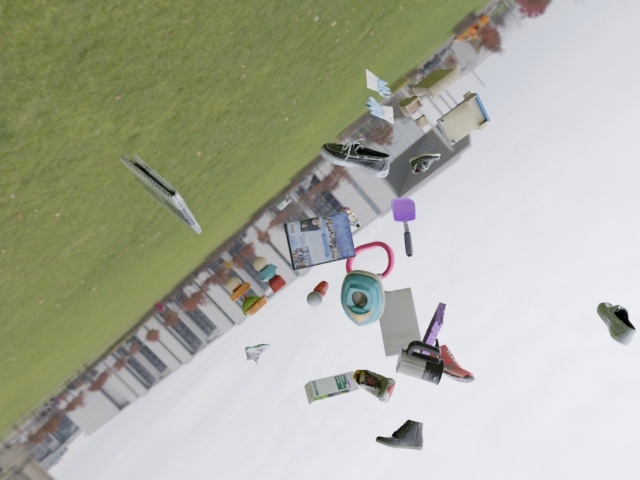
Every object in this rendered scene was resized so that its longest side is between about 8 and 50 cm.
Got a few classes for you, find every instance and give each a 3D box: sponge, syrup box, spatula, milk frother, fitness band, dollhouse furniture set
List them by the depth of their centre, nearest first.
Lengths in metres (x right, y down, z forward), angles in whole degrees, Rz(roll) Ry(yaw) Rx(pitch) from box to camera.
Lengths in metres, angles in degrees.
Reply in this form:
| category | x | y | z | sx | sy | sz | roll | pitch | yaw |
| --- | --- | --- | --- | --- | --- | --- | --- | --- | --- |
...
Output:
| category | x | y | z | sx | sy | sz | roll | pitch | yaw |
| --- | --- | --- | --- | --- | --- | --- | --- | --- | --- |
| milk frother | 0.322 | 0.372 | 1.417 | 0.143 | 0.134 | 0.129 | -29 | 135 | -82 |
| sponge | 0.412 | 0.341 | 1.630 | 0.117 | 0.031 | 0.210 | -57 | 162 | -54 |
| spatula | 0.321 | -0.040 | 1.642 | 0.084 | 0.296 | 0.030 | -4 | -133 | 16 |
| dollhouse furniture set | 0.521 | -0.544 | 1.917 | 0.286 | 0.303 | 0.198 | -37 | -160 | 4 |
| syrup box | 0.054 | 0.689 | 2.067 | 0.236 | 0.093 | 0.096 | -5 | 151 | -24 |
| fitness band | 0.257 | 0.115 | 2.326 | 0.290 | 0.054 | 0.209 | -17 | -114 | 37 |

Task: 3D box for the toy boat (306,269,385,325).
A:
| category | x | y | z | sx | sy | sz | roll | pitch | yaw |
| --- | --- | --- | --- | --- | --- | --- | --- | --- | --- |
| toy boat | 0.107 | 0.243 | 1.831 | 0.318 | 0.268 | 0.148 | 7 | -151 | 22 |

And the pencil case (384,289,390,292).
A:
| category | x | y | z | sx | sy | sz | roll | pitch | yaw |
| --- | --- | --- | --- | --- | --- | --- | --- | --- | --- |
| pencil case | 0.363 | 0.317 | 2.376 | 0.104 | 0.236 | 0.104 | -29 | -126 | 50 |

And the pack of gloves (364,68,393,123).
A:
| category | x | y | z | sx | sy | sz | roll | pitch | yaw |
| --- | --- | --- | --- | --- | --- | --- | --- | --- | --- |
| pack of gloves | 0.255 | -0.648 | 2.013 | 0.046 | 0.195 | 0.232 | -8 | 175 | 36 |

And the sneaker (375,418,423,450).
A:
| category | x | y | z | sx | sy | sz | roll | pitch | yaw |
| --- | --- | --- | --- | --- | --- | --- | --- | --- | --- |
| sneaker | 0.339 | 0.825 | 1.897 | 0.083 | 0.222 | 0.118 | 145 | -45 | -65 |

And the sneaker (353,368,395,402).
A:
| category | x | y | z | sx | sy | sz | roll | pitch | yaw |
| --- | --- | --- | --- | --- | --- | --- | --- | --- | --- |
| sneaker | 0.183 | 0.504 | 1.547 | 0.088 | 0.092 | 0.225 | -66 | -164 | -17 |

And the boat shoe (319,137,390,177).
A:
| category | x | y | z | sx | sy | sz | roll | pitch | yaw |
| --- | --- | --- | --- | --- | --- | --- | --- | --- | --- |
| boat shoe | 0.136 | -0.351 | 1.774 | 0.113 | 0.306 | 0.105 | -40 | 147 | -39 |

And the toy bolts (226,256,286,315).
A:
| category | x | y | z | sx | sy | sz | roll | pitch | yaw |
| --- | --- | --- | --- | --- | --- | --- | --- | --- | --- |
| toy bolts | -0.262 | 0.174 | 1.763 | 0.228 | 0.158 | 0.218 | -40 | -175 | -10 |

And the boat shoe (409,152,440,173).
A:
| category | x | y | z | sx | sy | sz | roll | pitch | yaw |
| --- | --- | --- | --- | --- | --- | --- | --- | --- | --- |
| boat shoe | 0.487 | -0.359 | 2.047 | 0.084 | 0.079 | 0.233 | -2 | 180 | -14 |

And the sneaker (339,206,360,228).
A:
| category | x | y | z | sx | sy | sz | roll | pitch | yaw |
| --- | --- | --- | --- | --- | --- | --- | --- | --- | --- |
| sneaker | 0.180 | -0.131 | 2.549 | 0.069 | 0.084 | 0.185 | -46 | 145 | 6 |

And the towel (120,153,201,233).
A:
| category | x | y | z | sx | sy | sz | roll | pitch | yaw |
| --- | --- | --- | --- | --- | --- | --- | --- | --- | --- |
| towel | -0.625 | -0.188 | 1.763 | 0.056 | 0.324 | 0.312 | -49 | 160 | -17 |

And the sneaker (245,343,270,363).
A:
| category | x | y | z | sx | sy | sz | roll | pitch | yaw |
| --- | --- | --- | --- | --- | --- | --- | --- | --- | --- |
| sneaker | -0.229 | 0.420 | 1.628 | 0.098 | 0.069 | 0.038 | -5 | 175 | -26 |

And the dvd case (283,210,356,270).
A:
| category | x | y | z | sx | sy | sz | roll | pitch | yaw |
| --- | --- | --- | --- | --- | --- | --- | --- | --- | --- |
| dvd case | 0.000 | 0.000 | 1.662 | 0.253 | 0.180 | 0.022 | -12 | -178 | -16 |

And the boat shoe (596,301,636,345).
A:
| category | x | y | z | sx | sy | sz | roll | pitch | yaw |
| --- | --- | --- | --- | --- | --- | --- | --- | --- | --- |
| boat shoe | 1.027 | 0.267 | 1.519 | 0.227 | 0.079 | 0.081 | -58 | 170 | -61 |

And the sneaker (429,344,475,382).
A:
| category | x | y | z | sx | sy | sz | roll | pitch | yaw |
| --- | --- | --- | --- | --- | --- | --- | --- | --- | --- |
| sneaker | 0.597 | 0.569 | 2.110 | 0.313 | 0.116 | 0.136 | 16 | -107 | 43 |

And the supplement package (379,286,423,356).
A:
| category | x | y | z | sx | sy | sz | roll | pitch | yaw |
| --- | --- | --- | --- | --- | --- | --- | --- | --- | --- |
| supplement package | 0.374 | 0.389 | 2.068 | 0.177 | 0.293 | 0.175 | -12 | 161 | 13 |
